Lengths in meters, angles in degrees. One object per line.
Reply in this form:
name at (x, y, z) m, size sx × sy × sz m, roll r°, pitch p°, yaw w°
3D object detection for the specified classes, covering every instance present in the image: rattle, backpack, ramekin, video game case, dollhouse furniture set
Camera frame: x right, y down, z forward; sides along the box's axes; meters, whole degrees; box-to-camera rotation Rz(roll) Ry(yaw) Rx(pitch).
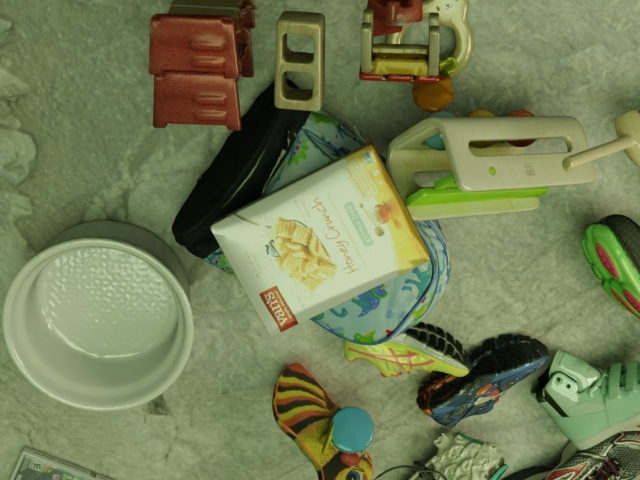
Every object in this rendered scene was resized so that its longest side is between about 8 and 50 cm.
rattle at (0.157, -0.296, 1.565) m, size 0.130 × 0.143 × 0.199 m, roll 25°, pitch 116°, yaw 9°
backpack at (0.015, -0.010, 1.630) m, size 0.355 × 0.273 × 0.290 m, roll 34°, pitch 100°, yaw -26°
ramekin at (-0.322, 0.104, 1.705) m, size 0.277 × 0.135 × 0.277 m, roll -1°, pitch 111°, yaw -2°
video game case at (-0.445, 0.451, 1.897) m, size 0.173 × 0.022 × 0.190 m, roll 24°, pitch 109°, yaw -10°
dollhouse furniture set at (-0.030, -0.248, 1.514) m, size 0.374 × 0.201 × 0.152 m, roll 3°, pitch 120°, yaw 4°

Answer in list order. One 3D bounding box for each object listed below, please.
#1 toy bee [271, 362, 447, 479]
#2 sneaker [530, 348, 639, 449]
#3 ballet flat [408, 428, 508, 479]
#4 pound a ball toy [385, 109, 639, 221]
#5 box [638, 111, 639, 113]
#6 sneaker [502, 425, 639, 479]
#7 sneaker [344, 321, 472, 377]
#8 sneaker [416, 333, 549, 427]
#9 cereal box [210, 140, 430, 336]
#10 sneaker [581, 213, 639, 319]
toy bee at (0.024, 0.333, 1.756) m, size 0.298 × 0.195 × 0.162 m, roll 31°, pitch 71°, yaw 25°
sneaker at (0.441, 0.213, 1.760) m, size 0.151 × 0.094 × 0.256 m, roll 43°, pitch 124°, yaw -8°
ballet flat at (0.167, 0.482, 1.886) m, size 0.147 × 0.147 × 0.409 m, roll 24°, pitch 106°, yaw -10°
pound a ball toy at (0.274, -0.130, 1.552) m, size 0.319 × 0.208 × 0.135 m, roll -6°, pitch 75°, yaw -38°
box at (0.559, -0.138, 1.656) m, size 0.158 × 0.093 × 0.156 m, roll -25°, pitch 110°, yaw 7°
sneaker at (0.419, 0.406, 1.854) m, size 0.299 × 0.112 × 0.121 m, roll -35°, pitch 108°, yaw 10°
sneaker at (0.132, 0.177, 1.780) m, size 0.209 × 0.081 × 0.094 m, roll 19°, pitch 111°, yaw 2°
sneaker at (0.261, 0.223, 1.806) m, size 0.221 × 0.083 × 0.087 m, roll -27°, pitch 129°, yaw 9°
cereal box at (0.000, 0.000, 1.498) m, size 0.240 × 0.047 × 0.173 m, roll -27°, pitch 99°, yaw 8°
sneaker at (0.597, 0.070, 1.715) m, size 0.483 × 0.185 × 0.202 m, roll 27°, pitch 96°, yaw -18°
